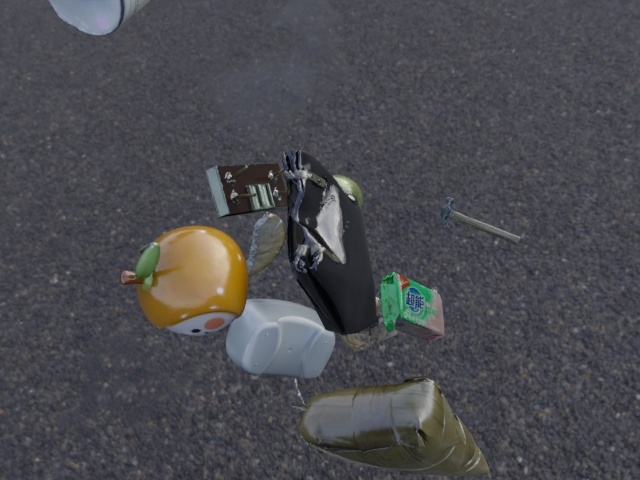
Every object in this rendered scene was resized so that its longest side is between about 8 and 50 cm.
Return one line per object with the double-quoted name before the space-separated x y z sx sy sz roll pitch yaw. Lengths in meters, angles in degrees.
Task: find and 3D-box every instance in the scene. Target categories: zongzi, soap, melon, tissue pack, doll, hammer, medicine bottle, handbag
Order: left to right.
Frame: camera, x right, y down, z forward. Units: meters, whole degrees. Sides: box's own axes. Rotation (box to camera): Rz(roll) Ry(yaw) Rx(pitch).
"medicine bottle" -0.433 -0.608 1.228 0.190 0.189 0.332 9 47 13
"doll" -0.250 0.066 0.988 0.236 0.213 0.213 15 26 -45
"tissue pack" -0.139 0.316 1.859 0.333 0.229 0.236 13 14 -31
"handbag" 0.000 0.000 1.083 0.152 0.288 0.342 -15 61 11
"melon" 0.066 -0.137 1.823 0.139 0.192 0.139 -14 60 26
"zongzi" 0.181 0.596 1.624 0.501 0.466 0.218 -14 37 30
"soap" 0.304 0.222 1.874 0.098 0.273 0.217 -27 52 35
"hammer" 0.313 -0.029 1.116 0.017 0.062 0.182 6 18 -45

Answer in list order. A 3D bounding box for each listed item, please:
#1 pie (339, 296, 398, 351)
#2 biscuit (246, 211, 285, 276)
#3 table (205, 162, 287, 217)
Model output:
"pie" 0.166 0.289 2.009 0.218 0.052 0.185 -29 81 8
"biscuit" -0.187 0.013 2.008 0.141 0.289 0.038 -13 46 -35
"table" -0.154 -0.139 1.419 0.111 0.121 0.240 -16 -1 35
